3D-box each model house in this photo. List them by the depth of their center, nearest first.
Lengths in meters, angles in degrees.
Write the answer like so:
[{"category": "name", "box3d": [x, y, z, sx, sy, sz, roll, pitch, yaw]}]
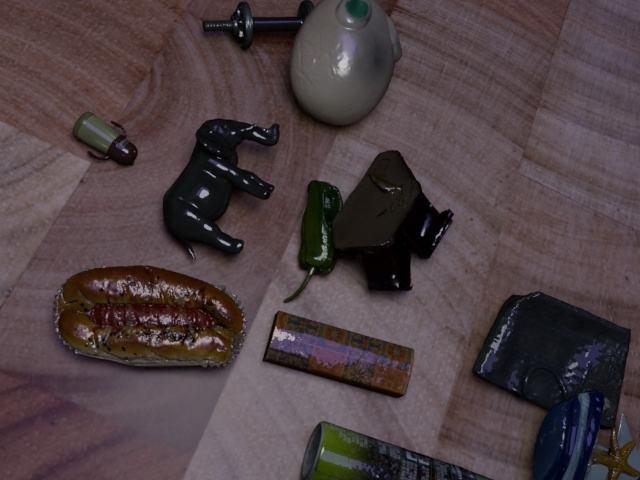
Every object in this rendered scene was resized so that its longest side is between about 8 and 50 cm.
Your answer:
[{"category": "model house", "box3d": [0.117, -0.013, 1.013, 0.141, 0.164, 0.203, 26, 68, 37]}]

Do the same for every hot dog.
[{"category": "hot dog", "box3d": [-0.238, 0.108, 0.901, 0.268, 0.075, 0.144, 7, 72, -8]}]

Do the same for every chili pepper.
[{"category": "chili pepper", "box3d": [0.001, 0.001, 1.003, 0.072, 0.073, 0.203, 15, 69, -23]}]

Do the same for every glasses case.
[{"category": "glasses case", "box3d": [0.029, 0.172, 0.957, 0.218, 0.049, 0.075, 17, 68, -7]}]

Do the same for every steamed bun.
[{"category": "steamed bun", "box3d": [0.050, -0.308, 1.054, 0.177, 0.131, 0.228, 26, 77, -37]}]

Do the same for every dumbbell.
[{"category": "dumbbell", "box3d": [-0.077, -0.377, 1.105, 0.254, 0.081, 0.081, -7, 73, -16]}]

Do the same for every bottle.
[{"category": "bottle", "box3d": [0.141, 0.351, 0.898, 0.330, 0.093, 0.093, 20, 68, -6]}, {"category": "bottle", "box3d": [-0.332, -0.153, 0.988, 0.101, 0.047, 0.063, 34, 103, -5]}]

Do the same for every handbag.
[{"category": "handbag", "box3d": [0.382, 0.190, 1.025, 0.270, 0.089, 0.175, 23, 78, -9]}]

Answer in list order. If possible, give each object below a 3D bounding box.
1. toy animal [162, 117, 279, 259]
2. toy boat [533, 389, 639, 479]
[{"category": "toy animal", "box3d": [-0.147, -0.091, 0.970, 0.146, 0.114, 0.245, 28, 67, -4]}, {"category": "toy boat", "box3d": [0.458, 0.363, 0.989, 0.291, 0.067, 0.220, 24, 81, -20]}]
